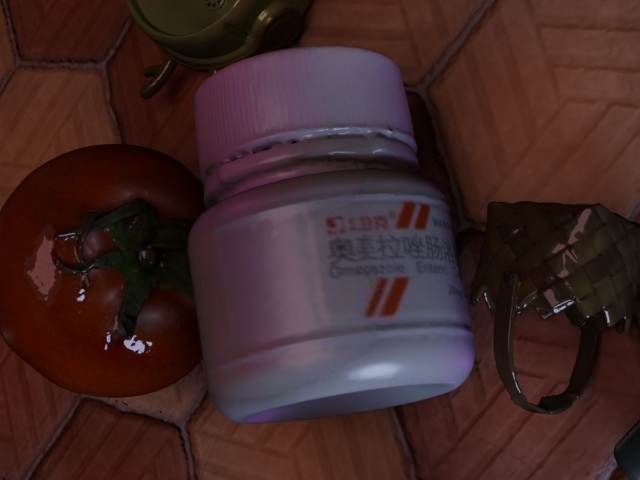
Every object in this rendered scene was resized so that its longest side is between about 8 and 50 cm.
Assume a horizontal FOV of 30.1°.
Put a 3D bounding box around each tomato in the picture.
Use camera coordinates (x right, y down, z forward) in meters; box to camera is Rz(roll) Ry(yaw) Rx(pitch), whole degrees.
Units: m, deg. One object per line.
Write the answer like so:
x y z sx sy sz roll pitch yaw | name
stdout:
-0.211 0.032 1.201 0.224 0.256 0.255 -23 70 57 | tomato

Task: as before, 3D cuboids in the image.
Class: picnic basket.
0.196 0.058 1.014 0.138 0.128 0.178 4 84 51 | picnic basket

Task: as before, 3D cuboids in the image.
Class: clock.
-0.114 -0.290 1.273 0.235 0.096 0.308 18 95 32 | clock

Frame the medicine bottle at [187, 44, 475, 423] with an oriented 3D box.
0.000 0.000 1.077 0.241 0.241 0.302 -17 75 30 | medicine bottle

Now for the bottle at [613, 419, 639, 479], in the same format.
0.354 0.095 0.935 0.286 0.082 0.082 -51 61 17 | bottle
